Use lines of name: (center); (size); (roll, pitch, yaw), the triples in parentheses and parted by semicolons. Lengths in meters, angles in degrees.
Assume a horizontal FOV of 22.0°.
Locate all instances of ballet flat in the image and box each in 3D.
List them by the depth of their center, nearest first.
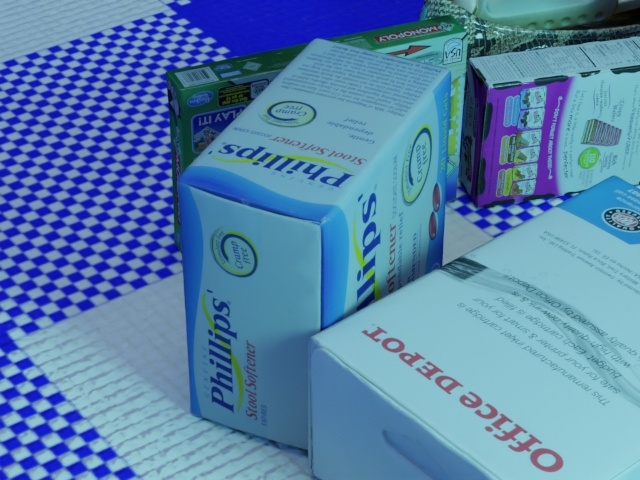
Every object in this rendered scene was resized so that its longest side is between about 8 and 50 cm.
ballet flat: (0.346, -0.282, 2.006); (0.482, 0.182, 0.164); (-8, 36, -13)

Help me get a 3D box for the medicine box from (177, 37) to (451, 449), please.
medicine box: (0.000, 0.000, 1.531); (0.149, 0.264, 0.289); (14, 38, 20)

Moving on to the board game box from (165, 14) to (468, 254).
board game box: (-0.001, -0.107, 1.726); (0.317, 0.214, 0.046); (-14, 38, -19)

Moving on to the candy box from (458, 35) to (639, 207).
candy box: (0.275, -0.132, 1.814); (0.233, 0.159, 0.071); (-8, 37, -13)

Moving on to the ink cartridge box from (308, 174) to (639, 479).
ink cartridge box: (0.222, 0.132, 1.434); (0.395, 0.166, 0.285); (-26, 43, -32)
